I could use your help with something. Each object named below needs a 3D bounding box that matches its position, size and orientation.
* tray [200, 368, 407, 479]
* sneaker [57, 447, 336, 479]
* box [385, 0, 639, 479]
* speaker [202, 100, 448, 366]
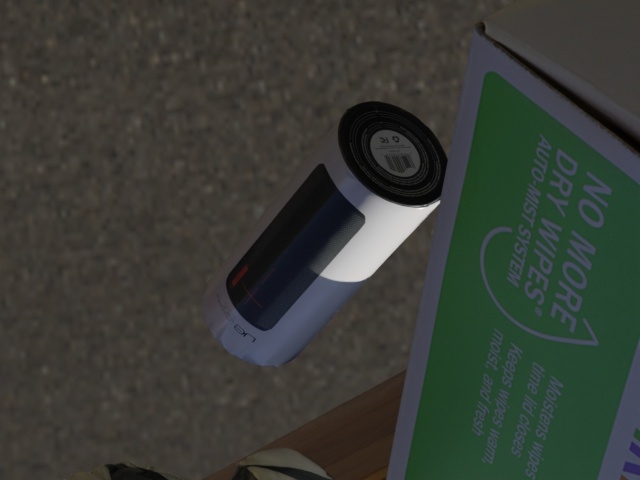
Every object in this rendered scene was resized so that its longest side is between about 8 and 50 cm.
[{"bbox_3d":[0.008,0.149,1.034,0.411,0.203,0.076,-31,97,37],"label":"tray"},{"bbox_3d":[-0.021,0.148,0.578,0.094,0.153,0.235,-57,157,13],"label":"sneaker"},{"bbox_3d":[0.136,0.032,0.486,0.231,0.127,0.262,-33,148,-33],"label":"box"},{"bbox_3d":[0.000,0.000,0.830,0.055,0.055,0.136,10,143,-28],"label":"speaker"}]
